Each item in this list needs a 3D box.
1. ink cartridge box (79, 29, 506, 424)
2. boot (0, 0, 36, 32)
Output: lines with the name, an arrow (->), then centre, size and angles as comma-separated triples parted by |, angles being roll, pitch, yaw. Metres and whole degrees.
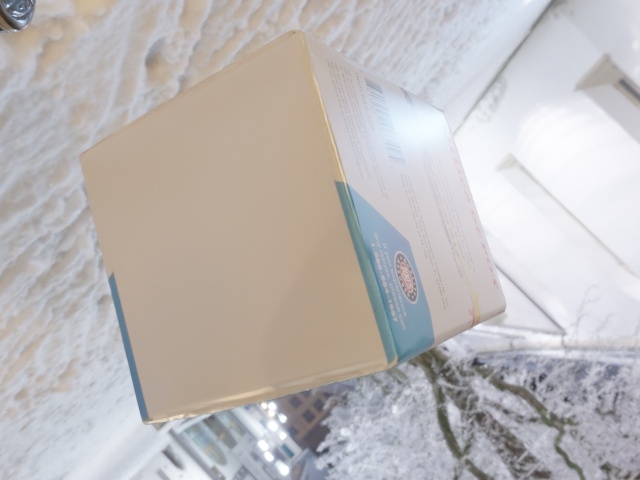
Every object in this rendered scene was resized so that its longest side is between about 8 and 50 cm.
ink cartridge box -> 0.000, 0.000, 0.489 | 0.197, 0.198, 0.270 | -20, 171, 28
boot -> -0.419, -0.297, 0.668 | 0.178, 0.237, 0.085 | -21, 161, 1
